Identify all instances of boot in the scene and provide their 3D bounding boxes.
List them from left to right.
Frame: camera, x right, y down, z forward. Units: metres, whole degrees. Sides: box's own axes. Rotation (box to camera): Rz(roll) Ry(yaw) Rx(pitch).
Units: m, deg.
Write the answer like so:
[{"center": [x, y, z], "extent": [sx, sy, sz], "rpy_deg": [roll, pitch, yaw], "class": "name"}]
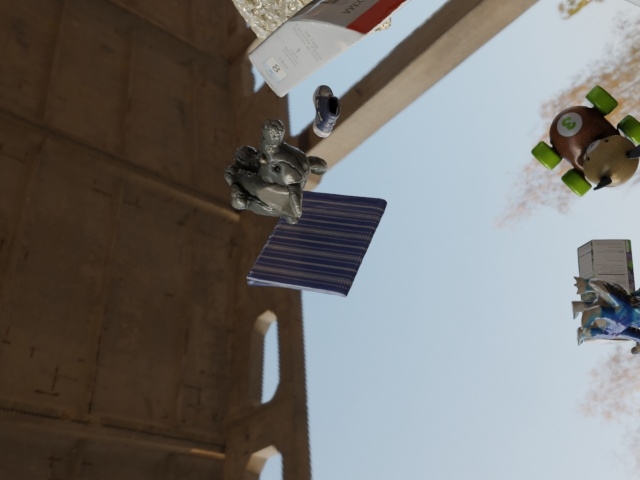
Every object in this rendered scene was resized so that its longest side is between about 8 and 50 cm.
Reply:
[{"center": [0.024, -0.371, 1.852], "extent": [0.069, 0.086, 0.189], "rpy_deg": [15, -129, -20], "class": "boot"}]

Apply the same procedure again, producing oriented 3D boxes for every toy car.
[{"center": [0.457, -0.142, 1.119], "extent": [0.149, 0.155, 0.188], "rpy_deg": [38, -160, -11], "class": "toy car"}]

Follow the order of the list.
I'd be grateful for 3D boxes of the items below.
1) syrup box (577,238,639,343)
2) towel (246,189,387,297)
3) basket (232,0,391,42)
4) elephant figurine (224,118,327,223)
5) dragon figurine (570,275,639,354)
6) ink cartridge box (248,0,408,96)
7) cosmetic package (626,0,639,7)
[{"center": [0.670, 0.121, 1.604], "extent": [0.097, 0.093, 0.236], "rpy_deg": [0, -104, -1], "class": "syrup box"}, {"center": [0.000, 0.000, 1.585], "extent": [0.336, 0.243, 0.040], "rpy_deg": [-62, -29, -44], "class": "towel"}, {"center": [-0.031, -0.631, 1.582], "extent": [0.331, 0.329, 0.266], "rpy_deg": [42, -146, -66], "class": "basket"}, {"center": [-0.071, -0.123, 1.304], "extent": [0.186, 0.239, 0.169], "rpy_deg": [-2, -93, -34], "class": "elephant figurine"}, {"center": [0.445, 0.095, 0.992], "extent": [0.289, 0.144, 0.085], "rpy_deg": [62, -156, -57], "class": "dragon figurine"}, {"center": [0.097, -0.367, 0.943], "extent": [0.308, 0.385, 0.091], "rpy_deg": [-45, -77, -26], "class": "ink cartridge box"}, {"center": [0.333, -0.289, 0.528], "extent": [0.224, 0.224, 0.138], "rpy_deg": [22, -112, -7], "class": "cosmetic package"}]
